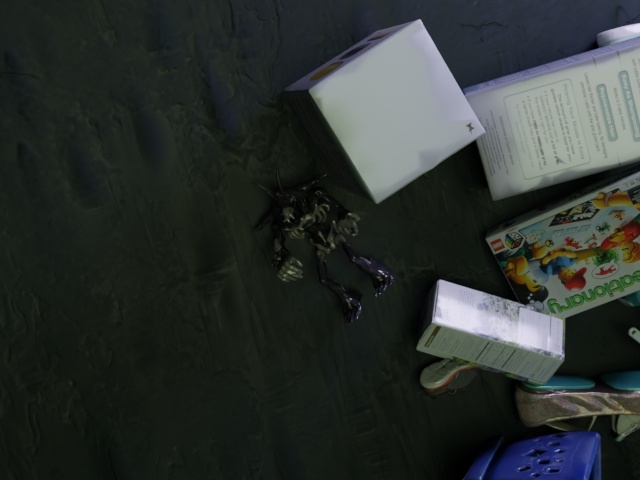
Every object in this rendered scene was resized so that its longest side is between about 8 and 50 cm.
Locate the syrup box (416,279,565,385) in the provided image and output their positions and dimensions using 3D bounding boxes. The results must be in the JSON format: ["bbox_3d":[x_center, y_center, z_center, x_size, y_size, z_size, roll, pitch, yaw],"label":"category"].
[{"bbox_3d":[0.290,0.159,1.696,0.237,0.096,0.093,16,51,-4],"label":"syrup box"}]

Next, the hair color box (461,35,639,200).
[{"bbox_3d":[0.439,-0.211,1.637,0.374,0.113,0.185,-15,102,11],"label":"hair color box"}]

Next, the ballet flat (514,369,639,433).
[{"bbox_3d":[0.503,0.293,1.786,0.316,0.107,0.106,-1,103,1],"label":"ballet flat"}]

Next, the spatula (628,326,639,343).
[{"bbox_3d":[0.668,0.176,1.806,0.242,0.019,0.168,36,97,-30],"label":"spatula"}]

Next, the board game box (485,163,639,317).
[{"bbox_3d":[0.461,0.011,1.690,0.305,0.053,0.193,-25,103,23],"label":"board game box"}]

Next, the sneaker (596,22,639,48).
[{"bbox_3d":[0.614,-0.311,1.713,0.256,0.094,0.151,-13,95,2],"label":"sneaker"}]

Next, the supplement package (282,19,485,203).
[{"bbox_3d":[0.089,-0.203,1.550,0.199,0.263,0.198,-33,103,-4],"label":"supplement package"}]

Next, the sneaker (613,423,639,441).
[{"bbox_3d":[0.591,0.341,1.836,0.069,0.038,0.098,33,92,-12],"label":"sneaker"}]

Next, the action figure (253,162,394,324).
[{"bbox_3d":[0.000,0.000,1.630,0.164,0.141,0.275,-40,105,10],"label":"action figure"}]

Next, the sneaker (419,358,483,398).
[{"bbox_3d":[0.250,0.231,1.760,0.158,0.061,0.065,-23,129,-5],"label":"sneaker"}]

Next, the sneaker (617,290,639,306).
[{"bbox_3d":[0.621,0.002,1.754,0.107,0.110,0.275,31,92,-13],"label":"sneaker"}]

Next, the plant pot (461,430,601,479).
[{"bbox_3d":[0.363,0.468,1.706,0.212,0.236,0.236,1,100,22],"label":"plant pot"}]
